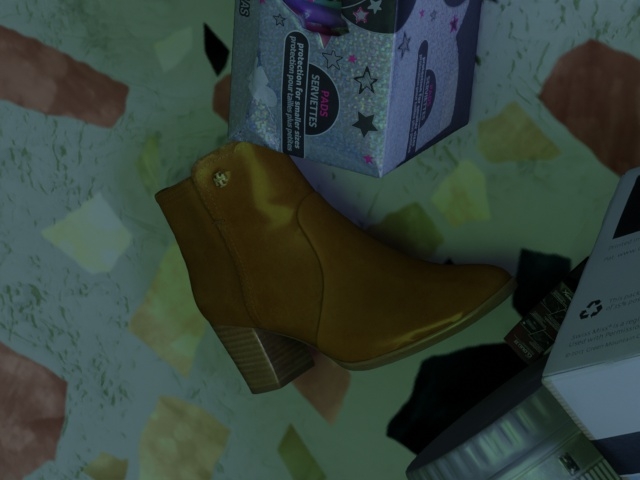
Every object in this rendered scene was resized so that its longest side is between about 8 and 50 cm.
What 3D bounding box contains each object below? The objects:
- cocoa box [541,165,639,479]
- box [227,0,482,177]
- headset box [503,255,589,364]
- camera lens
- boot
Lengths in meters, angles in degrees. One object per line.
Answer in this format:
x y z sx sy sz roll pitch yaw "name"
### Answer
0.368 0.056 1.271 0.347 0.231 0.228 -19 120 41 "cocoa box"
0.033 -0.194 1.452 0.142 0.163 0.247 15 115 24 "box"
0.185 0.058 1.527 0.032 0.062 0.083 47 124 6 "headset box"
0.223 0.229 1.477 0.219 0.219 0.274 -38 88 33 "camera lens"
0.000 0.000 1.580 0.295 0.104 0.211 -19 99 36 "boot"
